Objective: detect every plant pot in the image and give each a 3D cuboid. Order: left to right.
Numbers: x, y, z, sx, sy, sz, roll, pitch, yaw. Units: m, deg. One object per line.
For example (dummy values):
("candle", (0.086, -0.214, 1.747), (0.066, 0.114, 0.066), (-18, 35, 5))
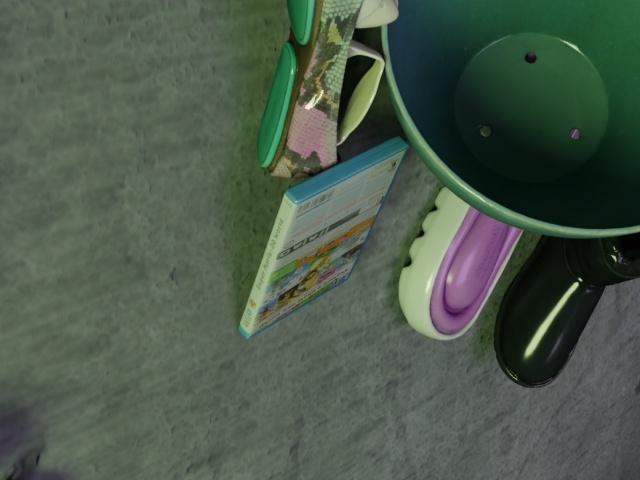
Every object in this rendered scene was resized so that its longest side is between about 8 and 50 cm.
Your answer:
("plant pot", (0.188, -0.133, 0.756), (0.290, 0.290, 0.195), (-58, 175, -7))

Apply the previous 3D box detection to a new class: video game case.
("video game case", (0.000, 0.000, 0.735), (0.119, 0.015, 0.166), (-29, 154, -36))

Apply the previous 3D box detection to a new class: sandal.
("sandal", (0.216, -0.084, 0.917), (0.169, 0.102, 0.416), (22, 93, -52))

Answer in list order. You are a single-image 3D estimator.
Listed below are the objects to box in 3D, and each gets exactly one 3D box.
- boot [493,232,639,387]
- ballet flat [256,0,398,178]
("boot", (0.270, 0.036, 0.978), (0.207, 0.094, 0.247), (111, 5, -83))
("ballet flat", (0.008, -0.133, 0.636), (0.079, 0.077, 0.222), (-2, 133, -15))
